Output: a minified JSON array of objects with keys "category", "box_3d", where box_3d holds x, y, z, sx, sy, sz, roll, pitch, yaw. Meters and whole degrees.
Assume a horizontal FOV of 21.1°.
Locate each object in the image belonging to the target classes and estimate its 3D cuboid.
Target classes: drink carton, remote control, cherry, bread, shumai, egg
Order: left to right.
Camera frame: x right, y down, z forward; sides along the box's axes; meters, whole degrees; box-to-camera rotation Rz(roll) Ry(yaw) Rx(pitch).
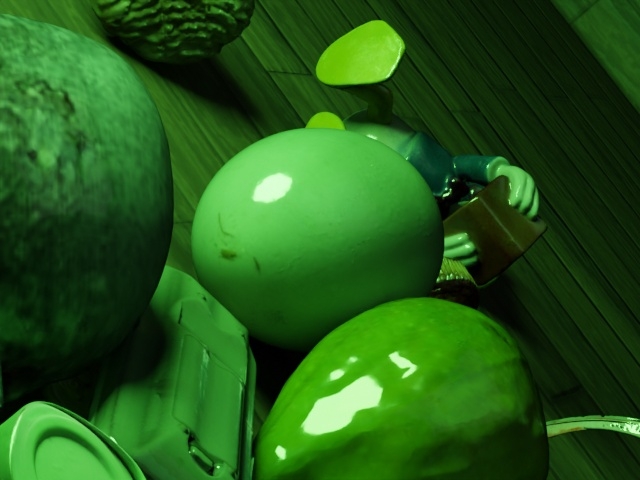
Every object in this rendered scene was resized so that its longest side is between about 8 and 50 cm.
[{"category":"cherry","box_3d":[-0.221,-0.036,1.188,0.255,0.218,0.296,20,49,-54]},{"category":"drink carton","box_3d":[-0.184,0.178,1.004,0.144,0.142,0.146,38,27,-23]},{"category":"shumai","box_3d":[-0.168,-0.293,1.776,0.206,0.166,0.175,61,0,-43]},{"category":"remote control","box_3d":[-0.096,0.114,1.219,0.128,0.065,0.335,42,14,-15]},{"category":"egg","box_3d":[0.000,0.000,1.538,0.203,0.203,0.283,55,29,16]},{"category":"bread","box_3d":[0.128,0.062,1.823,0.085,0.085,0.053,32,23,-35]}]

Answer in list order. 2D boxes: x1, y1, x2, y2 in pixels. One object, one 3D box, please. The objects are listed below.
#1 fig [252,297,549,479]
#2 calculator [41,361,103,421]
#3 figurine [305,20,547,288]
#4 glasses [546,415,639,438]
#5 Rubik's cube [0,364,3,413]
[{"category":"fig","box_3d":[0.046,0.189,1.397,0.314,0.233,0.233,-41,90,-24]},{"category":"calculator","box_3d":[-0.142,0.107,1.336,0.157,0.033,0.236,45,25,-10]},{"category":"figurine","box_3d":[0.150,-0.059,1.934,0.283,0.204,0.338,32,-2,32]},{"category":"glasses","box_3d":[0.274,0.216,1.622,0.234,0.268,0.118,35,45,-34]},{"category":"Rubik's cube","box_3d":[-0.312,0.040,0.910,0.207,0.205,0.205,32,27,-37]}]
